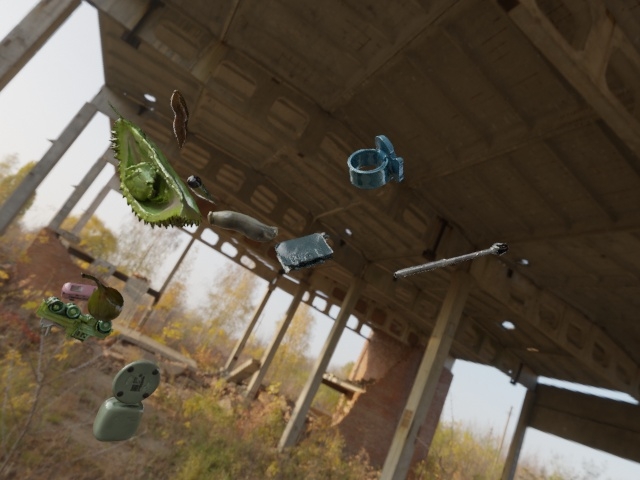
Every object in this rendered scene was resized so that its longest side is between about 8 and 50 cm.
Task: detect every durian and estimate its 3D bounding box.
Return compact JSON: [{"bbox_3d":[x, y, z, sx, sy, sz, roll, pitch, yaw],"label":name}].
[{"bbox_3d":[-0.385,-0.153,0.967,0.356,0.157,0.170,52,-44,18],"label":"durian"}]

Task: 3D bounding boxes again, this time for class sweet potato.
[{"bbox_3d":[-0.531,-0.459,1.543,0.051,0.065,0.219,26,-53,32],"label":"sweet potato"}]

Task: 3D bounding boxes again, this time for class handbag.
[{"bbox_3d":[-0.070,0.056,1.779,0.179,0.229,0.062,-126,-153,-50],"label":"handbag"}]

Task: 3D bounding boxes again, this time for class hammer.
[{"bbox_3d":[0.488,0.080,1.527,0.426,0.044,0.152,-16,-5,15],"label":"hammer"}]

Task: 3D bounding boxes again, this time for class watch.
[{"bbox_3d":[0.216,-0.297,1.661,0.211,0.193,0.211,59,-13,22],"label":"watch"}]

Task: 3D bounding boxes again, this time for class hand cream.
[{"bbox_3d":[-0.500,-0.208,1.692,0.086,0.055,0.235,27,-13,7],"label":"hand cream"}]

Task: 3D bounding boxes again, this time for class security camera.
[{"bbox_3d":[-0.665,0.544,1.398,0.157,0.302,0.080,23,1,-40],"label":"security camera"}]

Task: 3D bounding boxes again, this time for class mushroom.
[{"bbox_3d":[-0.377,-0.076,1.988,0.351,0.097,0.109,18,-53,-20],"label":"mushroom"}]

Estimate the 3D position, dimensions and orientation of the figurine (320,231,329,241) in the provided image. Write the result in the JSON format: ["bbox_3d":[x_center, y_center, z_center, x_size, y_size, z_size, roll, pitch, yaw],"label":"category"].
[{"bbox_3d":[0.000,0.000,2.031,0.047,0.106,0.060,47,-15,1],"label":"figurine"}]

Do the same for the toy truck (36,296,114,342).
[{"bbox_3d":[-0.934,0.316,1.538,0.259,0.135,0.128,30,-19,-33],"label":"toy truck"}]

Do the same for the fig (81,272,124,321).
[{"bbox_3d":[-0.796,0.190,1.461,0.124,0.124,0.237,18,-46,24],"label":"fig"}]

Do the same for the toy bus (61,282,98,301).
[{"bbox_3d":[-1.082,0.247,1.879,0.203,0.063,0.090,13,-34,-25],"label":"toy bus"}]
